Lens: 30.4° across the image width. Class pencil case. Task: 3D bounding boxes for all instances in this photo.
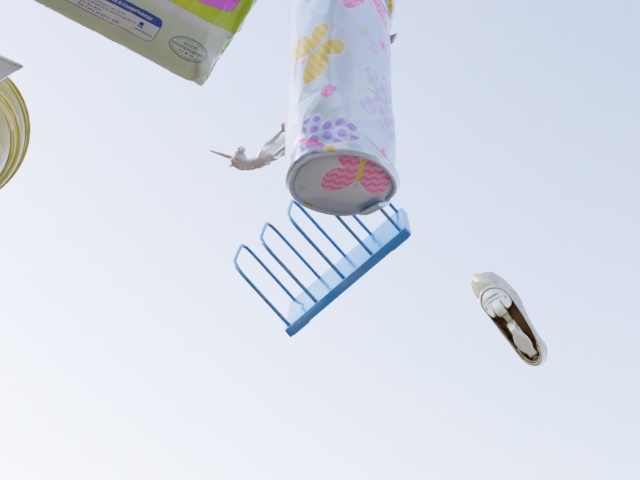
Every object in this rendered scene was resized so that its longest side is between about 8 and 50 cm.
[{"bbox_3d":[0.023,-0.159,1.209,0.113,0.273,0.124,-17,-37,26],"label":"pencil case"}]

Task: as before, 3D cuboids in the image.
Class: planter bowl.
[{"bbox_3d":[-0.464,-0.121,1.477,0.217,0.217,0.090,36,5,-35],"label":"planter bowl"}]

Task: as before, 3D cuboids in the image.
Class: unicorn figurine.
[{"bbox_3d":[-0.068,-0.147,1.792,0.162,0.060,0.111,-12,-17,-39],"label":"unicorn figurine"}]

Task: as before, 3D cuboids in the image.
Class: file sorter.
[{"bbox_3d":[0.000,0.000,1.288,0.104,0.170,0.118,48,9,-7],"label":"file sorter"}]

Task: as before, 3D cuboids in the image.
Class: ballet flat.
[{"bbox_3d":[0.282,0.114,1.748,0.168,0.057,0.052,52,14,6],"label":"ballet flat"}]

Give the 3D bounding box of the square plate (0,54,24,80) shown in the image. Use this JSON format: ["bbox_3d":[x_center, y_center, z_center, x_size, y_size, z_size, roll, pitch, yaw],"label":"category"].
[{"bbox_3d":[-0.491,-0.176,0.982,0.347,0.049,0.344,5,-8,34],"label":"square plate"}]

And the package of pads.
[{"bbox_3d":[-0.164,-0.249,0.901,0.229,0.296,0.101,25,-68,-23],"label":"package of pads"}]
